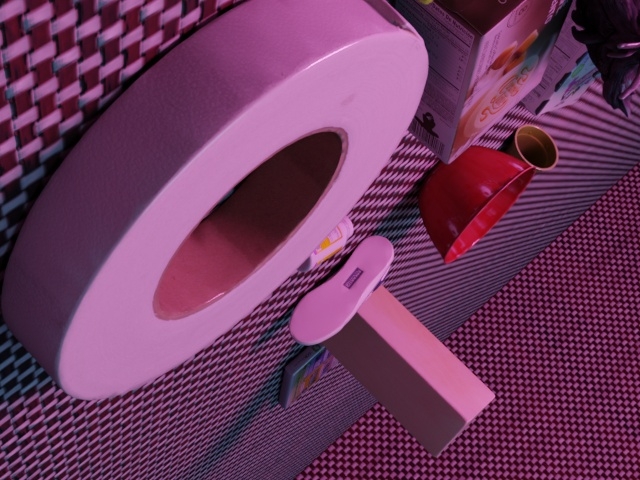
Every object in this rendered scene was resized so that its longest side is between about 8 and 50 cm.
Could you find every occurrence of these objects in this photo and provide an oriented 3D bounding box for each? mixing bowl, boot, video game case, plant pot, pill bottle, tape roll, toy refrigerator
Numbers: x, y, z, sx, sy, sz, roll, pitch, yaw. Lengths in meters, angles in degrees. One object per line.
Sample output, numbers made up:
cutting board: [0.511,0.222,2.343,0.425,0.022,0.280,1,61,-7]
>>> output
mixing bowl: [0.202,-0.066,1.454,0.181,0.098,0.181,-43,166,-13]
boot: [0.033,0.080,1.440,0.190,0.069,0.086,-44,163,-14]
video game case: [0.009,0.191,1.777,0.193,0.023,0.212,-40,166,-20]
plant pot: [0.325,-0.131,1.685,0.083,0.083,0.079,-34,174,-37]
pill bottle: [0.000,0.000,1.179,0.083,0.043,0.043,-32,161,-41]
tape roll: [-0.072,-0.034,0.828,0.392,0.072,0.392,-42,165,-14]
toy refrigerator: [0.122,0.181,1.565,0.094,0.269,0.102,-29,158,-47]

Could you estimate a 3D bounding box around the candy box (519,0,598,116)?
candy box: [0.338,-0.262,1.349,0.165,0.070,0.196,-24,154,-56]

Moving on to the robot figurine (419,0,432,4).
robot figurine: [0.101,-0.232,0.772,0.115,0.067,0.101,-47,154,3]

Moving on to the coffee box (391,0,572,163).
coffee box: [0.141,-0.189,0.938,0.141,0.098,0.246,-42,165,-14]

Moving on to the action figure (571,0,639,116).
action figure: [0.293,-0.229,0.965,0.141,0.164,0.276,-15,-145,11]
